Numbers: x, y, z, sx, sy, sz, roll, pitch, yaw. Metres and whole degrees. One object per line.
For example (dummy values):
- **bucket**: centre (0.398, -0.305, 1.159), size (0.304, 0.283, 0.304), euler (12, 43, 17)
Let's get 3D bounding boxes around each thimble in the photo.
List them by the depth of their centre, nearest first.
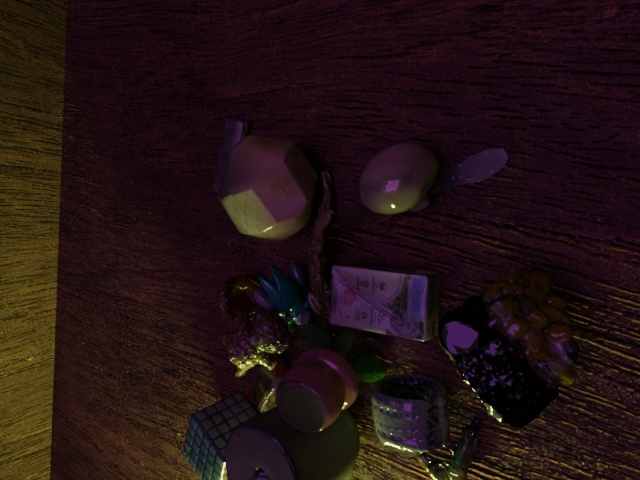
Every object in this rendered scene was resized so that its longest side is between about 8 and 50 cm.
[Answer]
- **thimble**: centre (0.263, 0.494, 1.402), size (0.245, 0.217, 0.157), euler (-3, 95, 63)

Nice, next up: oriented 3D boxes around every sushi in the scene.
- **sushi**: centre (0.482, 0.245, 1.175), size (0.285, 0.328, 0.329), euler (-36, 71, 21)

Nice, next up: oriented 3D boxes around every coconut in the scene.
- **coconut**: centre (-0.181, -0.188, 1.625), size (0.352, 0.352, 0.353), euler (3, 94, 36)

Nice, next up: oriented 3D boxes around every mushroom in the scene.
- **mushroom**: centre (0.236, -0.168, 1.405), size (0.246, 0.246, 0.202), euler (-34, 115, 33)

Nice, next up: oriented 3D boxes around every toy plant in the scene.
- **toy plant**: centre (0.007, 0.395, 1.481), size (0.316, 0.356, 0.211), euler (24, 126, 22)

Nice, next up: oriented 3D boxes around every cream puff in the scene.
- **cream puff**: centre (-0.324, 0.222, 1.879), size (0.169, 0.183, 0.184), euler (-12, 85, 62)

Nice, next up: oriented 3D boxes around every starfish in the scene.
- **starfish**: centre (0.000, 0.000, 1.553), size (0.082, 0.324, 0.432), euler (5, 100, 1)

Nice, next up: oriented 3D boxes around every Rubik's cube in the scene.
- **Rubik's cube**: centre (-0.355, 0.768, 1.853), size (0.237, 0.238, 0.237), euler (36, 123, 32)

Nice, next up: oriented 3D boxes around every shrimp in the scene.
- **shrimp**: centre (0.364, 0.597, 1.444), size (0.198, 0.051, 0.262), euler (28, 112, 32)

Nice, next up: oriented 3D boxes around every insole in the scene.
- **insole**: centre (0.412, -0.194, 1.383), size (0.247, 0.011, 0.081), euler (-19, 79, 37)

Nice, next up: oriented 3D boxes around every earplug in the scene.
- **earplug**: centre (-0.054, 0.657, 1.540), size (0.312, 0.394, 0.313), euler (7, 102, 39)

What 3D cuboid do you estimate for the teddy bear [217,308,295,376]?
- **teddy bear**: centre (-0.236, 0.353, 1.731), size (0.246, 0.222, 0.296), euler (61, 162, 7)

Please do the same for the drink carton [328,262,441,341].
- **drink carton**: centre (0.194, 0.179, 1.492), size (0.324, 0.132, 0.194), euler (5, 95, 35)

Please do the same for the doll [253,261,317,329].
- **doll**: centre (-0.130, 0.205, 1.711), size (0.153, 0.194, 0.259), euler (-168, 66, -77)

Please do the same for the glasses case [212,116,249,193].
- **glasses case**: centre (-0.354, -0.326, 1.908), size (0.114, 0.060, 0.299), euler (22, 105, 33)

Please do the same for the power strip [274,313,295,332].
- **power strip**: centre (-0.144, 0.253, 1.806), size (0.081, 0.035, 0.192), euler (-15, 83, 36)

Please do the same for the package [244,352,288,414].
- **package**: centre (-0.183, 0.562, 1.812), size (0.223, 0.108, 0.288), euler (43, 119, 28)
